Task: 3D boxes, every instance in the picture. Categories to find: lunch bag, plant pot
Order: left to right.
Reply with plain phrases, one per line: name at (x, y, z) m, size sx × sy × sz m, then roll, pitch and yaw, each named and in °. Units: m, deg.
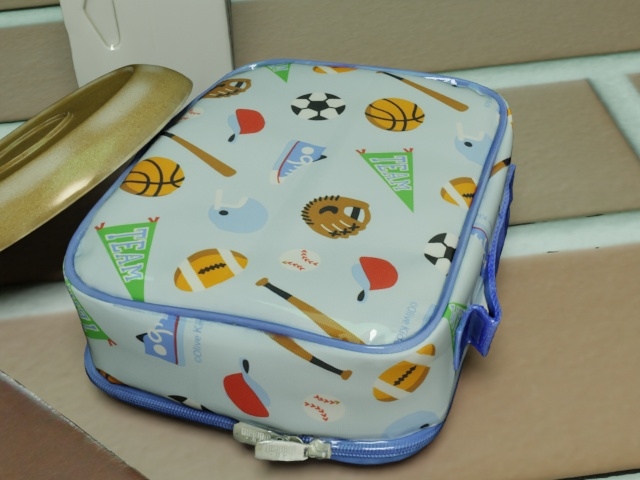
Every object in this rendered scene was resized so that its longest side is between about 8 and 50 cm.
plant pot at (-0.193, -0.054, 0.674) m, size 0.236 × 0.032 × 0.236 m, roll -29°, pitch 22°, yaw 13°
lunch bag at (0.000, 0.000, 0.621) m, size 0.243 × 0.115 × 0.303 m, roll 11°, pitch 41°, yaw 14°

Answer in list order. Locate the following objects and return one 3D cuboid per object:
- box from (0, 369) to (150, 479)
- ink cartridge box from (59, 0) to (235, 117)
box at (-0.201, 0.228, 0.295) m, size 0.143 × 0.191 × 0.381 m, roll 28°, pitch 48°, yaw 33°
ink cartridge box at (-0.150, -0.272, 0.879) m, size 0.129 × 0.223 × 0.307 m, roll -6°, pitch 39°, yaw -3°
